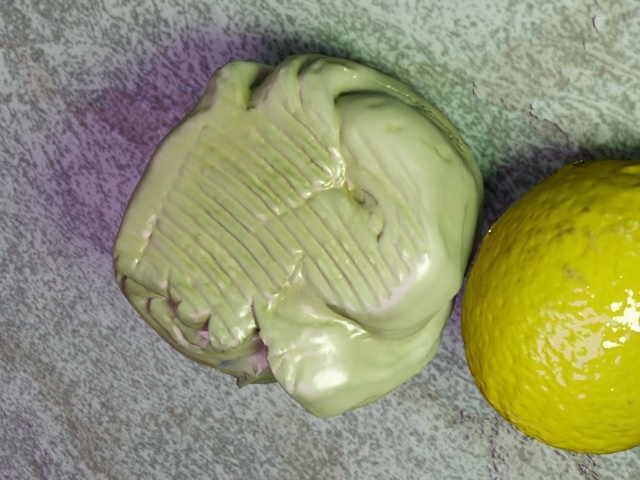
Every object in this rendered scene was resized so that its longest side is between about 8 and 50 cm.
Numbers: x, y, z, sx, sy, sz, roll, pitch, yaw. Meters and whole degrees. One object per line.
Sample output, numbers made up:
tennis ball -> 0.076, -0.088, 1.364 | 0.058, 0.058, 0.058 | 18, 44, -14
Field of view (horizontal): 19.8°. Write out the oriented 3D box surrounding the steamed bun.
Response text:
steamed bun -> 0.000, 0.000, 1.813 | 0.339, 0.247, 0.352 | 36, 100, 25

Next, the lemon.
lemon -> 0.261, 0.056, 1.679 | 0.253, 0.253, 0.310 | 32, 120, 9
